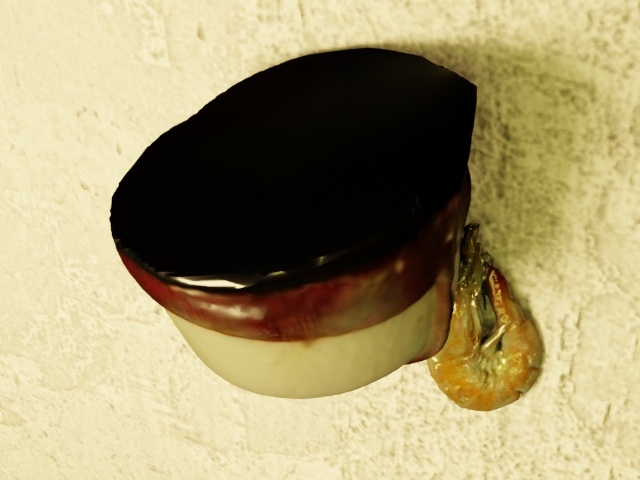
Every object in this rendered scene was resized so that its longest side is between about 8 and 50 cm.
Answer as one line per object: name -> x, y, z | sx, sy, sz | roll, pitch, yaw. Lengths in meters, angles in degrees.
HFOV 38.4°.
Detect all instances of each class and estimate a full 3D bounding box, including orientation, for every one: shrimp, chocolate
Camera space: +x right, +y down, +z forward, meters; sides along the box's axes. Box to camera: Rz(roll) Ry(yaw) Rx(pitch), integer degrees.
shrimp -> 0.139, 0.069, 0.799 | 0.101, 0.042, 0.190 | -6, 116, 7
chocolate -> 0.000, 0.000, 0.703 | 0.283, 0.283, 0.186 | -2, 132, 28
